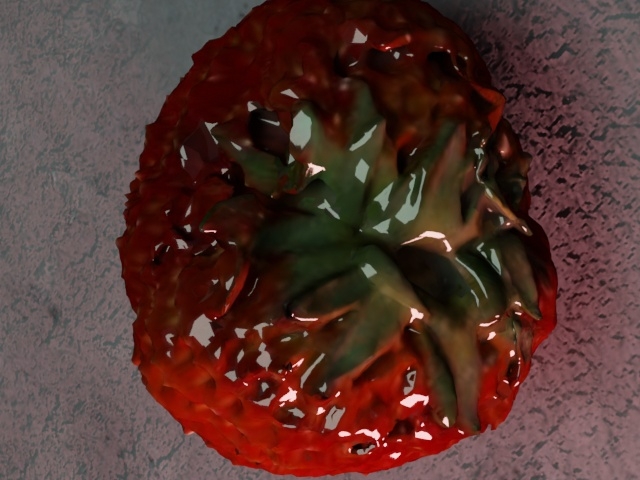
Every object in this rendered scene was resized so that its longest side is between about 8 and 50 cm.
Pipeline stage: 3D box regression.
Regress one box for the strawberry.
[{"bbox_3d":[0.000,0.000,1.170,0.351,0.267,0.312,149,132,-72],"label":"strawberry"}]
